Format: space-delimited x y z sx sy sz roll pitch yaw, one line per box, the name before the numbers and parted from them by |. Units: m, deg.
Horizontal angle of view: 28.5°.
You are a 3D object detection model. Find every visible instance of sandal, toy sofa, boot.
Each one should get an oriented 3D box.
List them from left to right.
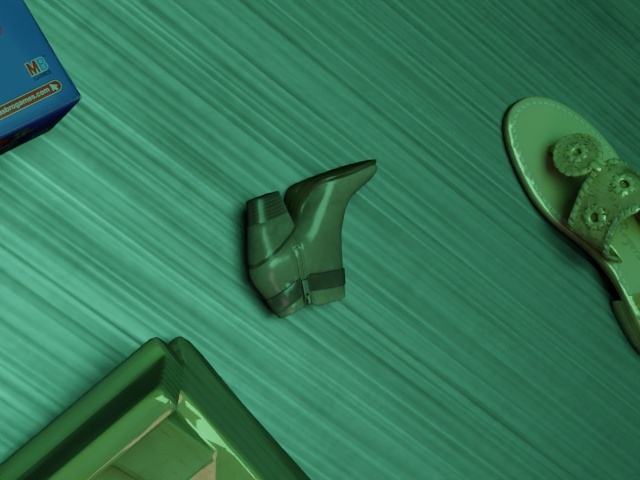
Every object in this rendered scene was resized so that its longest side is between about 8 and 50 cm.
toy sofa | -0.037 0.240 0.776 0.150 0.177 0.362 -40 99 1
boot | 0.000 0.000 0.875 0.118 0.042 0.087 -21 97 -24
sandal | 0.236 -0.016 0.954 0.088 0.079 0.240 -34 96 -24

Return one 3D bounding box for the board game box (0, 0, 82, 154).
board game box | -0.346 -0.099 0.704 0.347 0.078 0.233 -31 95 -28
